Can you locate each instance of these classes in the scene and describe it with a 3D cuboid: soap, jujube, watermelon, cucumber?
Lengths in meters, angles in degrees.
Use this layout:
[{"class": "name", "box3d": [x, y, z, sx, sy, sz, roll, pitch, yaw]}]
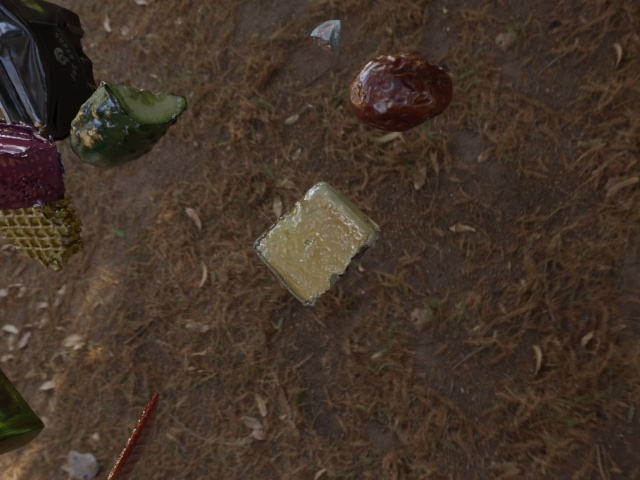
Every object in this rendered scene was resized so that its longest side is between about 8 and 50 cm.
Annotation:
[{"class": "soap", "box3d": [-0.494, -0.117, 0.646, 0.250, 0.162, 0.099, 9, 113, 7]}, {"class": "jujube", "box3d": [0.208, -0.380, 1.154, 0.291, 0.197, 0.197, -12, 68, -29]}, {"class": "watermelon", "box3d": [0.025, -0.540, 1.182, 0.085, 0.085, 0.061, -20, 38, 12]}, {"class": "cucumber", "box3d": [-0.159, -0.080, 0.360, 0.107, 0.067, 0.035, -26, 77, 41]}]

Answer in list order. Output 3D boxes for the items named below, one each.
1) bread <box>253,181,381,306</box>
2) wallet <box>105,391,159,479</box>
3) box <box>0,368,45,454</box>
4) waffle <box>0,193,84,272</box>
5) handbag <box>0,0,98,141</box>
[{"class": "bread", "box3d": [-0.001, 0.001, 0.531, 0.125, 0.082, 0.106, -44, 80, 4]}, {"class": "wallet", "box3d": [-0.293, 0.336, 0.684, 0.020, 0.196, 0.103, 19, 112, -4]}, {"class": "box", "box3d": [-0.476, 0.127, 0.521, 0.043, 0.173, 0.311, -44, 80, -7]}, {"class": "waffle", "box3d": [-0.589, -0.038, 0.941, 0.193, 0.070, 0.197, 29, 128, -5]}, {"class": "handbag", "box3d": [-0.655, -0.426, 1.098, 0.152, 0.288, 0.342, -6, 112, 18]}]
